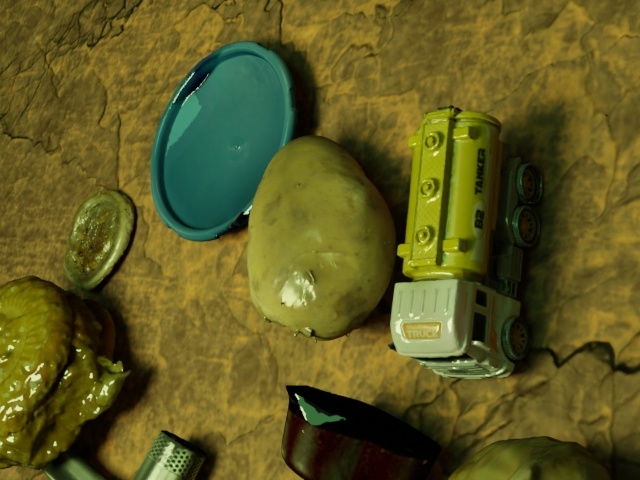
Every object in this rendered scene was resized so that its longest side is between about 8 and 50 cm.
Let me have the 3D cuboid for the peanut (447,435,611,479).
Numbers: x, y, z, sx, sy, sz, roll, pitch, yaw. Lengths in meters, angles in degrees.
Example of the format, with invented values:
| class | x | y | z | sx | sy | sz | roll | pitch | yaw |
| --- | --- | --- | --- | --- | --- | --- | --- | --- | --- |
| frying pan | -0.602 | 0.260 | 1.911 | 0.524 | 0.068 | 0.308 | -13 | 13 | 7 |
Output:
| class | x | y | z | sx | sy | sz | roll | pitch | yaw |
| --- | --- | --- | --- | --- | --- | --- | --- | --- | --- |
| peanut | 0.158 | 0.222 | 0.890 | 0.140 | 0.109 | 0.159 | -51 | 14 | -25 |

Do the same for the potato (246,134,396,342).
| class | x | y | z | sx | sy | sz | roll | pitch | yaw |
| --- | --- | --- | --- | --- | --- | --- | --- | --- | --- |
| potato | -0.004 | 0.002 | 1.127 | 0.161 | 0.128 | 0.235 | -39 | 45 | 7 |

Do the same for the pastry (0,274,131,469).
| class | x | y | z | sx | sy | sz | roll | pitch | yaw |
| --- | --- | --- | --- | --- | --- | --- | --- | --- | --- |
| pastry | -0.362 | 0.160 | 1.360 | 0.240 | 0.132 | 0.235 | -48 | 34 | 8 |

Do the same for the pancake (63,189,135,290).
| class | x | y | z | sx | sy | sz | roll | pitch | yaw |
| --- | --- | --- | --- | --- | --- | --- | --- | --- | --- |
| pancake | -0.289 | -0.003 | 1.465 | 0.139 | 0.022 | 0.139 | -19 | 62 | 39 |

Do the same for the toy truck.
| class | x | y | z | sx | sy | sz | roll | pitch | yaw |
| --- | --- | --- | --- | --- | --- | --- | --- | --- | --- |
| toy truck | 0.121 | 0.003 | 1.002 | 0.098 | 0.114 | 0.227 | -6 | 71 | 42 |

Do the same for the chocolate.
| class | x | y | z | sx | sy | sz | roll | pitch | yaw |
| --- | --- | --- | --- | --- | --- | --- | --- | --- | --- |
| chocolate | 0.023 | 0.188 | 1.025 | 0.125 | 0.148 | 0.080 | -153 | 84 | -84 |

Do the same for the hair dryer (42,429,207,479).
| class | x | y | z | sx | sy | sz | roll | pitch | yaw |
| --- | --- | --- | --- | --- | --- | --- | --- | --- | --- |
| hair dryer | -0.261 | 0.357 | 1.283 | 0.284 | 0.155 | 0.320 | -5 | 57 | 64 |

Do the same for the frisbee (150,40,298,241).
| class | x | y | z | sx | sy | sz | roll | pitch | yaw |
| --- | --- | --- | --- | --- | --- | --- | --- | --- | --- |
| frisbee | -0.108 | -0.112 | 1.315 | 0.242 | 0.045 | 0.242 | -17 | 64 | 38 |
